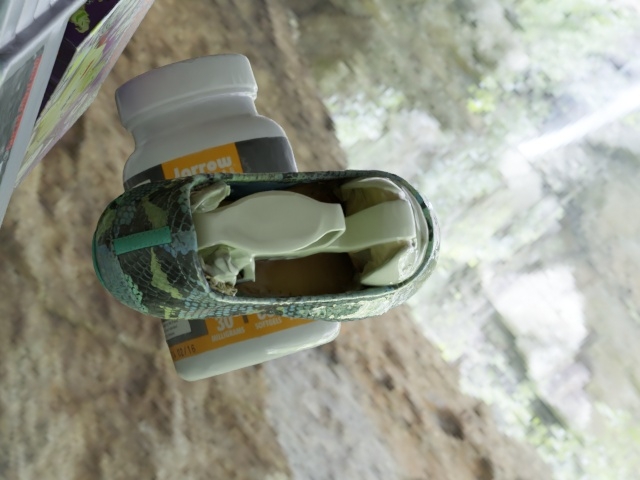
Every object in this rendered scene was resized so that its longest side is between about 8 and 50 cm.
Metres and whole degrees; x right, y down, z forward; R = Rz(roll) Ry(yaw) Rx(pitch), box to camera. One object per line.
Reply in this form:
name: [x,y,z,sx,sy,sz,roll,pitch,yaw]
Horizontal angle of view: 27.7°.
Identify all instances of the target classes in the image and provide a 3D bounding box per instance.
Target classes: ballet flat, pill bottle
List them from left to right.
pill bottle: [-0.092,-0.021,1.204,0.162,0.162,0.279,-1,-105,-78]
ballet flat: [0.000,0.000,0.525,0.188,0.070,0.070,-8,-128,-43]

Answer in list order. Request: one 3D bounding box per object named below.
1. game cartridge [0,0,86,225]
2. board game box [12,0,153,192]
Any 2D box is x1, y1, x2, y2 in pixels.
game cartridge: [-0.206,-0.024,0.724,0.068,0.355,0.230,20,-159,-10]
board game box: [-0.199,-0.139,1.018,0.056,0.347,0.208,34,-123,-10]
